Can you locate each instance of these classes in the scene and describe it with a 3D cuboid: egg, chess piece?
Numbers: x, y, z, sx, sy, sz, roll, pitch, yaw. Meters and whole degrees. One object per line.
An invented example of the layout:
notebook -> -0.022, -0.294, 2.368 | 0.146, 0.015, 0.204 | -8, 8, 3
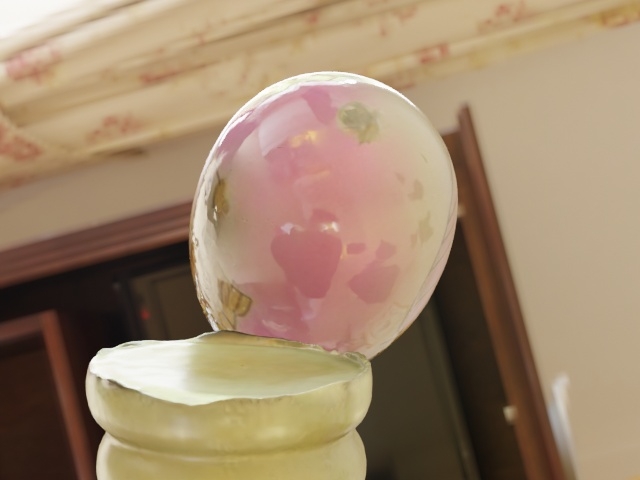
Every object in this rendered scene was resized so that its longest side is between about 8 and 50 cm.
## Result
egg -> 0.000, 0.000, 1.235 | 0.196, 0.196, 0.271 | -100, -171, -45
chess piece -> -0.055, 0.233, 1.048 | 0.182, 0.182, 0.330 | -72, 162, -81
